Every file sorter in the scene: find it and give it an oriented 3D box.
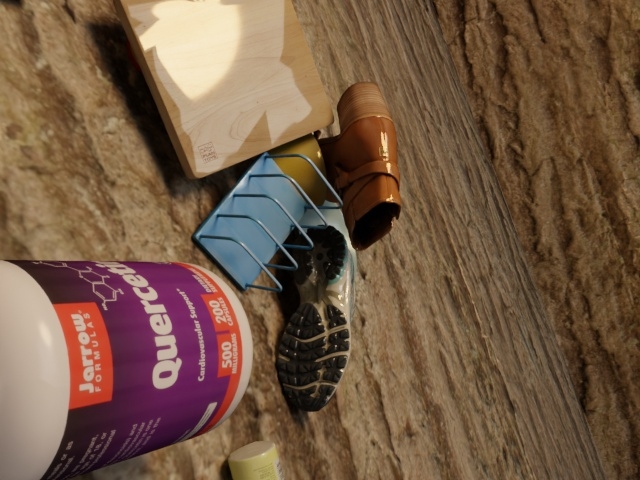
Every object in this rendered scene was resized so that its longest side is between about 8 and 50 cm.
[{"bbox_3d":[-0.067,-0.026,0.938,0.118,0.105,0.170,51,62,-31],"label":"file sorter"}]

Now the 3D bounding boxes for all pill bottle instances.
[{"bbox_3d":[-0.214,0.107,0.569,0.323,0.182,0.181,4,68,-61],"label":"pill bottle"}]

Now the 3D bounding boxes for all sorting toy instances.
[{"bbox_3d":[-0.140,-0.243,0.958,0.257,0.089,0.255,-28,103,-34],"label":"sorting toy"}]

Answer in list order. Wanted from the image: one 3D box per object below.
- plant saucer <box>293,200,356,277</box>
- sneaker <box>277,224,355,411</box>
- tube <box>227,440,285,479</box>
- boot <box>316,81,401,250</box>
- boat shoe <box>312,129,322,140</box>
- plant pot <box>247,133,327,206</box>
[{"bbox_3d":[0.000,0.000,1.186,0.195,0.038,0.194,39,41,-44],"label":"plant saucer"},{"bbox_3d":[0.016,0.125,1.033,0.122,0.110,0.282,46,48,-59],"label":"sneaker"},{"bbox_3d":[-0.056,0.371,0.820,0.070,0.062,0.240,-16,91,-19],"label":"tube"},{"bbox_3d":[0.058,-0.078,1.052,0.109,0.283,0.220,2,60,-19],"label":"boot"},{"bbox_3d":[-0.011,-0.210,1.311,0.035,0.035,0.100,52,32,-30],"label":"boat shoe"},{"bbox_3d":[-0.060,-0.106,1.067,0.095,0.134,0.134,-15,83,-20],"label":"plant pot"}]
